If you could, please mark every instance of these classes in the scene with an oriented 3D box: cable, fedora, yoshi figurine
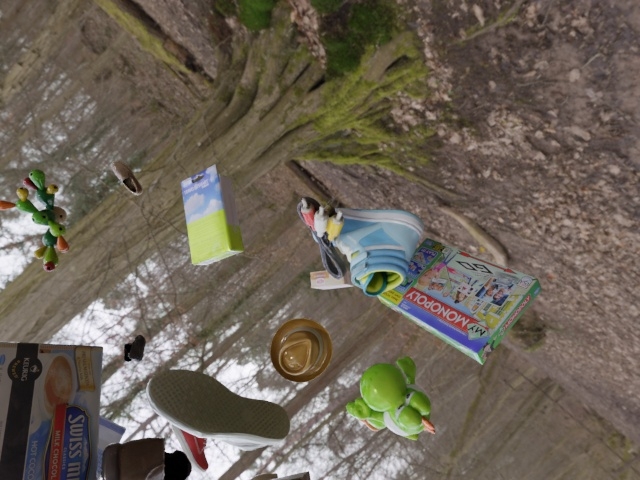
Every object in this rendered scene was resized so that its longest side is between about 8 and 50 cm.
[{"bbox_3d":[0.000,0.000,1.015,0.139,0.072,0.287,23,141,22],"label":"cable"},{"bbox_3d":[-0.060,0.318,1.147,0.194,0.194,0.079,49,-174,5],"label":"fedora"},{"bbox_3d":[0.167,0.393,1.034,0.362,0.203,0.204,101,175,-68],"label":"yoshi figurine"}]

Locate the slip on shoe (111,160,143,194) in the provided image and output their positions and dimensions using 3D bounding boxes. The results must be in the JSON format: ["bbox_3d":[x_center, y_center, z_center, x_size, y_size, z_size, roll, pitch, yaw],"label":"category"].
[{"bbox_3d":[-0.655,-0.211,1.365,0.135,0.051,0.041,57,-178,-10],"label":"slip on shoe"}]

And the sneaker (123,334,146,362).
[{"bbox_3d":[-0.793,0.452,1.720,0.089,0.051,0.170,62,-178,-41],"label":"sneaker"}]

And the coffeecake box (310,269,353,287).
[{"bbox_3d":[0.052,0.167,1.731,0.185,0.142,0.068,28,-125,-72],"label":"coffeecake box"}]

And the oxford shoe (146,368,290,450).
[{"bbox_3d":[-0.297,0.505,1.173,0.449,0.130,0.169,31,-141,-27],"label":"oxford shoe"}]

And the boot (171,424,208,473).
[{"bbox_3d":[-0.447,0.771,1.582,0.244,0.176,0.088,68,165,-10],"label":"boot"}]

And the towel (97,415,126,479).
[{"bbox_3d":[-0.693,0.600,1.089,0.209,0.034,0.285,33,-134,-14],"label":"towel"}]

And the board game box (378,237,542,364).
[{"bbox_3d":[0.308,0.122,0.956,0.317,0.213,0.046,27,158,53],"label":"board game box"}]

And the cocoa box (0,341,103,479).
[{"bbox_3d":[-0.599,0.405,0.806,0.228,0.231,0.347,18,-132,-44],"label":"cocoa box"}]

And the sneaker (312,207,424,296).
[{"bbox_3d":[0.084,0.032,1.008,0.319,0.208,0.127,-1,149,39],"label":"sneaker"}]

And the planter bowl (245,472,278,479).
[{"bbox_3d":[-0.220,0.905,1.424,0.109,0.162,0.162,13,-163,-9],"label":"planter bowl"}]

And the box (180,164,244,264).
[{"bbox_3d":[-0.221,-0.049,0.815,0.042,0.109,0.178,9,-114,-60],"label":"box"}]

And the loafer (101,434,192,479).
[{"bbox_3d":[-0.335,0.533,0.864,0.366,0.130,0.134,87,164,-46],"label":"loafer"}]

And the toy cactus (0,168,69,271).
[{"bbox_3d":[-0.628,-0.047,0.922,0.180,0.112,0.219,-159,54,-69],"label":"toy cactus"}]

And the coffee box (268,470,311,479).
[{"bbox_3d":[-0.138,0.662,0.969,0.098,0.246,0.141,65,-171,-67],"label":"coffee box"}]
